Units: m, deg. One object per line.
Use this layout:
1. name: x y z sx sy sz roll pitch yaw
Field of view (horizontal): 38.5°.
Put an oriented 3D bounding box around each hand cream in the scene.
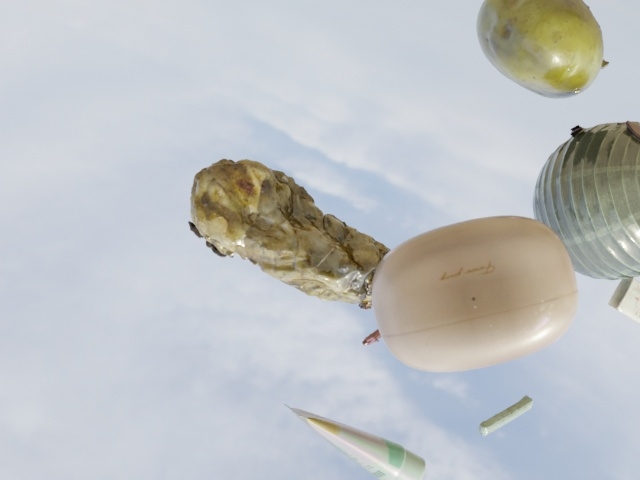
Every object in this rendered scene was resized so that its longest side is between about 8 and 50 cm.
1. hand cream: 0.040 0.235 1.060 0.174 0.047 0.076 30 171 -13

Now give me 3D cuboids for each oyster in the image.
1. oyster: -0.001 0.002 1.127 0.345 0.128 0.078 27 158 -13

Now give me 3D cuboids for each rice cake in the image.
1. rice cake: 0.317 0.300 1.567 0.121 0.022 0.021 -23 -144 -30

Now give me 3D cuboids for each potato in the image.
1. potato: 0.315 -0.282 1.293 0.228 0.148 0.197 19 -148 -47

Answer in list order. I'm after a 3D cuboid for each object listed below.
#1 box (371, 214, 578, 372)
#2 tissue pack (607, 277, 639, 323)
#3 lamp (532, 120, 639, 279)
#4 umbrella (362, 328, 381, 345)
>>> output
1. box: 0.151 0.053 0.907 0.200 0.145 0.088 -13 179 10
2. tissue pack: 0.481 0.095 1.379 0.108 0.056 0.023 28 -178 -36
3. lamp: 0.432 -0.058 1.308 0.265 0.233 0.233 15 -160 -42
4. umbrella: 0.134 0.121 1.457 0.165 0.025 0.027 -32 -152 -17
